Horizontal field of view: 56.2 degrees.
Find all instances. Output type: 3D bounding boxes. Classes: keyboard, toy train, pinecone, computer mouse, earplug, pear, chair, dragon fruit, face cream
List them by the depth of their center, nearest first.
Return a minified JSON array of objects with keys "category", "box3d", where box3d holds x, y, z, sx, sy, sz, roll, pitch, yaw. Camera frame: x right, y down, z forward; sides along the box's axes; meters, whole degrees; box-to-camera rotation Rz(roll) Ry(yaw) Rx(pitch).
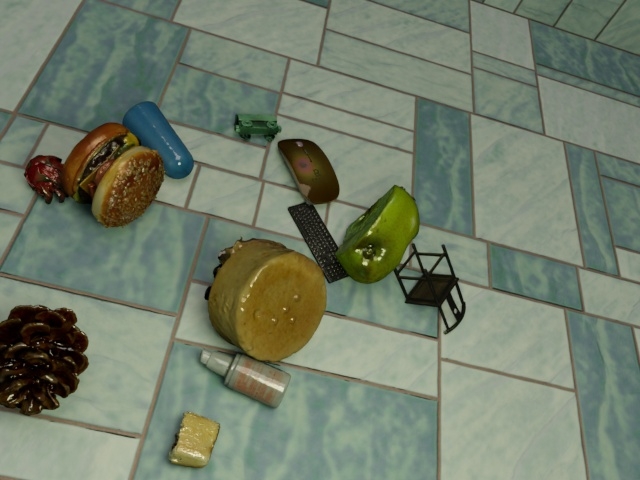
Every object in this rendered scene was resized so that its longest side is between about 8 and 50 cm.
[{"category":"pinecone","box3d":[-0.675,0.282,1.423,0.244,0.244,0.309,-7,20,-22]},{"category":"face cream","box3d":[-0.212,0.360,1.620,0.251,0.101,0.101,24,53,-1]},{"category":"dragon fruit","box3d":[-0.813,-0.189,1.794,0.142,0.130,0.121,20,20,-3]},{"category":"pear","box3d":[0.184,0.012,1.865,0.176,0.286,0.282,40,38,-8]},{"category":"chair","box3d":[0.360,0.153,1.934,0.154,0.141,0.260,-46,124,-35]},{"category":"earplug","box3d":[-0.518,-0.315,1.967,0.132,0.132,0.273,-32,75,-33]},{"category":"keyboard","box3d":[0.000,0.000,1.984,0.100,0.018,0.310,-17,64,-27]},{"category":"computer mouse","box3d":[-0.043,-0.255,2.102,0.158,0.072,0.310,-9,56,-29]},{"category":"toy train","box3d":[-0.229,-0.414,2.163,0.172,0.070,0.099,-2,47,-20]}]

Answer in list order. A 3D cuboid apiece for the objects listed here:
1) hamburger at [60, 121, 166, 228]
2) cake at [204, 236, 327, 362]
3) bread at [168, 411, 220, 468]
[{"category":"hamburger","box3d":[-0.598,-0.183,1.765,0.225,0.291,0.291,35,54,6]},{"category":"cake","box3d":[-0.191,0.144,1.696,0.332,0.332,0.321,-28,32,-31]},{"category":"bread","box3d":[-0.318,0.507,1.500,0.106,0.082,0.125,26,42,-12]}]
